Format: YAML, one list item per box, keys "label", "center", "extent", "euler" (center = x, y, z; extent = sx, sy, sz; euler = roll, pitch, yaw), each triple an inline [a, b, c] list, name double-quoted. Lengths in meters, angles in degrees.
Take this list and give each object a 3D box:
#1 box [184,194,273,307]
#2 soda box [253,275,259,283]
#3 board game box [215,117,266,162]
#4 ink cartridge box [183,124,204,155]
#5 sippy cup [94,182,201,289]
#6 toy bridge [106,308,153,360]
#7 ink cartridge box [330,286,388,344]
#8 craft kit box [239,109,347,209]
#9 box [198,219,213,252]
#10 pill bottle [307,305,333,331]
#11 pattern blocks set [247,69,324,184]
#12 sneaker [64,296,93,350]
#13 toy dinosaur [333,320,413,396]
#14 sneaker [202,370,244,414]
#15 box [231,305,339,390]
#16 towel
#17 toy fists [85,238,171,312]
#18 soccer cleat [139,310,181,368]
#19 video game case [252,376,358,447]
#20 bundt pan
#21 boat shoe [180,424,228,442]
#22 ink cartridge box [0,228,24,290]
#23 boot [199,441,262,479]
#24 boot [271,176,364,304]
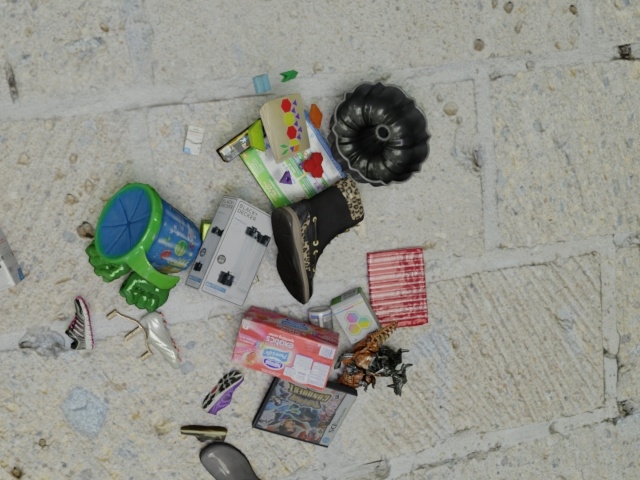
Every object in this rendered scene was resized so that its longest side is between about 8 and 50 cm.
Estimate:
- label: "box"
  center: [-0.256, 0.032, 1.774]
  extent: [0.169, 0.087, 0.289]
  euler: [31, 78, -39]
- label: "soda box"
  center: [-0.254, 0.053, 1.884]
  extent: [0.061, 0.058, 0.181]
  euler: [-24, 103, -9]
- label: "board game box"
  center: [-0.225, -0.297, 1.791]
  extent: [0.170, 0.141, 0.048]
  euler: [-37, 104, -5]
- label: "ink cartridge box"
  center: [-0.379, -0.300, 1.814]
  extent: [0.048, 0.028, 0.083]
  euler: [11, 96, -15]
- label: "sippy cup"
  center: [-0.467, -0.013, 1.703]
  extent: [0.224, 0.240, 0.305]
  euler: [32, 61, -50]
- label: "toy bridge"
  center: [-0.573, 0.284, 1.865]
  extent: [0.063, 0.026, 0.188]
  euler: [-37, 105, -6]
- label: "ink cartridge box"
  center: [0.129, 0.268, 1.988]
  extent: [0.109, 0.062, 0.209]
  euler: [-25, 105, 14]
- label: "craft kit box"
  center: [-0.084, -0.231, 1.881]
  extent: [0.247, 0.061, 0.249]
  euler: [-35, 105, -8]
- label: "box"
  center: [-0.344, 0.032, 1.833]
  extent: [0.043, 0.109, 0.178]
  euler: [3, 98, -16]
- label: "pill bottle"
  center: [0.003, 0.288, 1.971]
  extent: [0.078, 0.078, 0.137]
  euler: [-8, 101, -12]
- label: "pattern blocks set"
  center: [-0.097, -0.324, 1.753]
  extent: [0.285, 0.026, 0.324]
  euler: [-18, 108, -44]
- label: "sneaker"
  center: [-0.724, 0.253, 1.805]
  extent: [0.075, 0.063, 0.170]
  euler: [-8, 105, -18]
- label: "toy dinosaur"
  center: [0.170, 0.397, 1.966]
  extent: [0.219, 0.322, 0.164]
  euler: [21, 50, -12]
- label: "sneaker"
  center: [-0.305, 0.491, 1.951]
  extent: [0.170, 0.068, 0.071]
  euler: [-46, 121, 6]
- label: "box"
  center: [-0.105, 0.331, 1.876]
  extent: [0.300, 0.142, 0.154]
  euler: [16, 101, 2]
- label: "towel"
  center: [0.258, 0.165, 2.035]
  extent: [0.199, 0.031, 0.274]
  euler: [-7, 99, -10]
- label: "toy fists"
  center: [-0.569, 0.097, 1.801]
  extent: [0.142, 0.096, 0.279]
  euler: [-43, 107, -2]
- label: "soccer cleat"
  center: [-0.491, 0.312, 1.866]
  extent: [0.076, 0.068, 0.196]
  euler: [-24, 96, -21]
- label: "video game case"
  center: [-0.052, 0.549, 1.977]
  extent: [0.275, 0.035, 0.248]
  euler: [19, 115, -14]
- label: "bundt pan"
  center: [0.167, -0.314, 1.859]
  extent: [0.331, 0.124, 0.330]
  euler: [3, 81, -20]
- label: "boat shoe"
  center: [-0.376, 0.625, 1.949]
  extent: [0.152, 0.056, 0.049]
  euler: [8, 92, -14]
- label: "ink cartridge box"
  center: [-0.913, 0.047, 1.708]
  extent: [0.060, 0.104, 0.180]
  euler: [-22, 103, -8]
- label: "boot"
  center: [-0.243, 0.797, 1.921]
  extent: [0.118, 0.223, 0.338]
  euler: [-45, 106, -2]
- label: "boot"
  center: [0.000, 0.000, 1.876]
  extent: [0.284, 0.138, 0.377]
  euler: [-33, 134, -27]
